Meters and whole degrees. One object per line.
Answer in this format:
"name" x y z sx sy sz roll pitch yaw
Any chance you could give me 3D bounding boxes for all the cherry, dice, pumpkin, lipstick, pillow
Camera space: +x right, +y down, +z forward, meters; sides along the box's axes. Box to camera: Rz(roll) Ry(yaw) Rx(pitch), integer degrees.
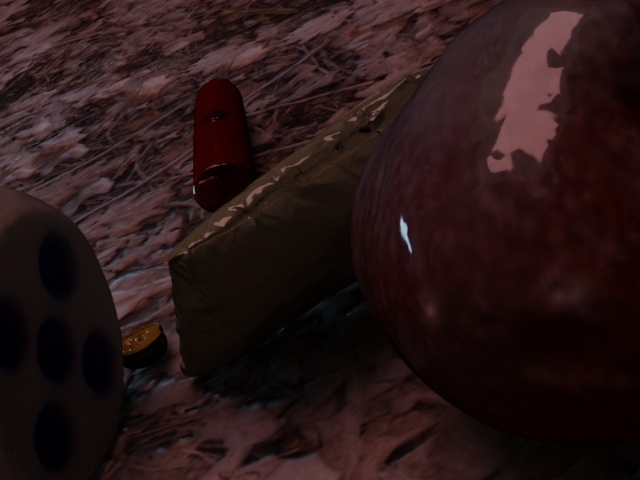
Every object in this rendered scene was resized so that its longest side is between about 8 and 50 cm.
"cherry" 0.174 -0.030 0.874 0.326 0.291 0.335 -49 10 -3
"dice" -0.325 0.116 1.120 0.259 0.243 0.251 -12 25 18
"pumpkin" -0.164 0.102 1.248 0.050 0.028 0.083 -27 16 2
"lipstick" -0.116 -0.114 1.575 0.073 0.073 0.280 -24 26 5
"pillow" 0.001 -0.001 1.100 0.280 0.076 0.274 -34 -19 -17
